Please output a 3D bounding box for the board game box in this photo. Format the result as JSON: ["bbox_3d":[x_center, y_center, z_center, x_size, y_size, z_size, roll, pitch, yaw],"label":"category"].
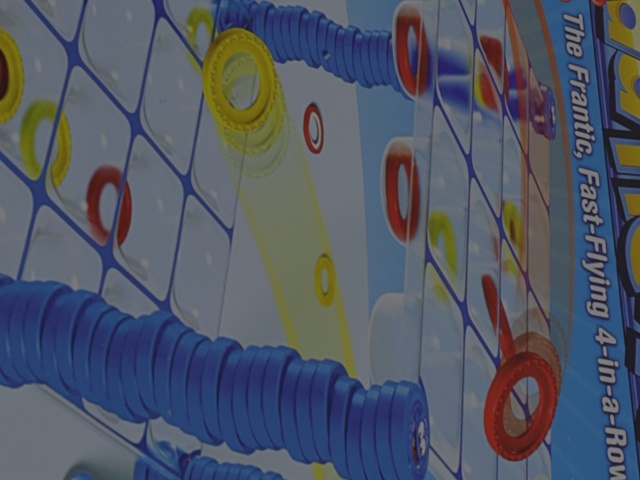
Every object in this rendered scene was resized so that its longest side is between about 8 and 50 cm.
[{"bbox_3d":[0.000,0.000,0.442,0.302,0.086,0.308,12,-114,-35],"label":"board game box"}]
